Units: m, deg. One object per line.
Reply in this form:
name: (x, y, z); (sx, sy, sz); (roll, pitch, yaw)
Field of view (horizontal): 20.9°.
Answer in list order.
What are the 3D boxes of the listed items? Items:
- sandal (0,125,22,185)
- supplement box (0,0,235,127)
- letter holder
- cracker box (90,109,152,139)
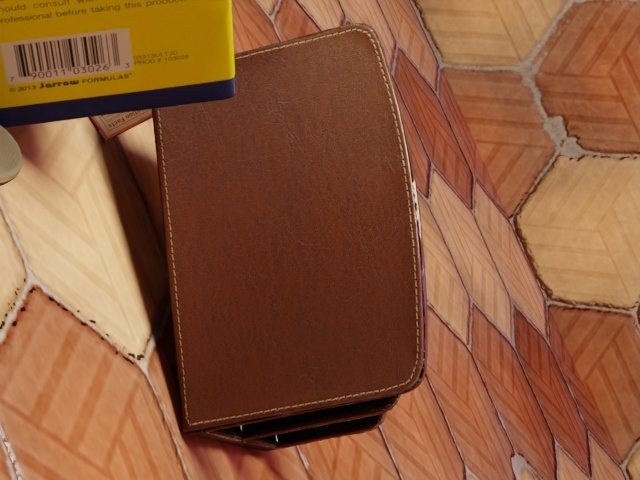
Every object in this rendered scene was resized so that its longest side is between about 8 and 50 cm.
sandal: (-0.256, -0.097, 1.180); (0.180, 0.049, 0.072); (47, 23, -44)
supplement box: (-0.170, -0.272, 1.196); (0.357, 0.195, 0.194); (91, -11, -53)
letter holder: (0.000, 0.000, 1.415); (0.152, 0.214, 0.302); (28, 52, -64)
cracker box: (-0.203, -0.220, 1.494); (0.232, 0.067, 0.156); (59, 18, -18)
